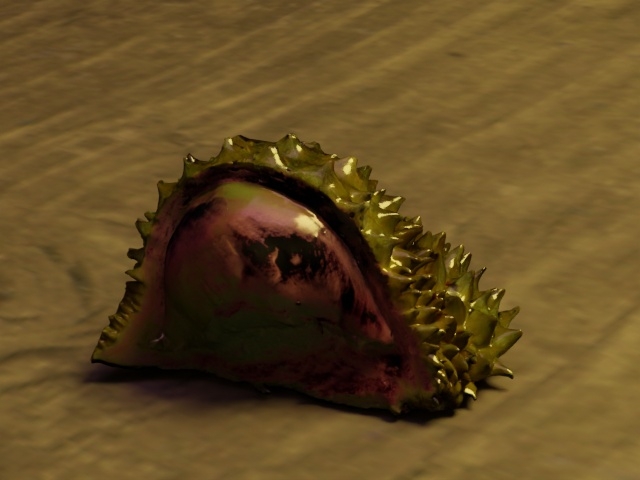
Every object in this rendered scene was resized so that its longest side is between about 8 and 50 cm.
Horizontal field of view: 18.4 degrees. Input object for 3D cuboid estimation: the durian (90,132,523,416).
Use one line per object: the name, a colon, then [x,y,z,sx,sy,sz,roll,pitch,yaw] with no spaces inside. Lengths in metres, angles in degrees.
durian: [-0.001,-0.003,0.855,0.187,0.108,0.119,6,30,27]
